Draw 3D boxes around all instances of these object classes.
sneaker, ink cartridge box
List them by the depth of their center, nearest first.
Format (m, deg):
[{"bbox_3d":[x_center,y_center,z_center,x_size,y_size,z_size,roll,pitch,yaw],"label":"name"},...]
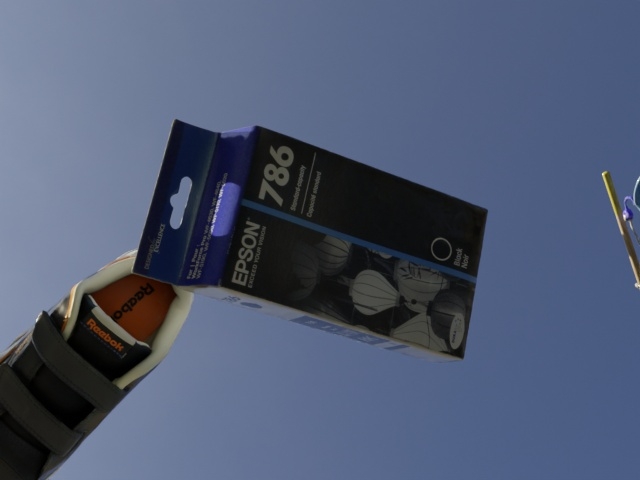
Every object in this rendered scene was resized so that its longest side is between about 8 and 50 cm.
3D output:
[{"bbox_3d":[0.000,0.000,0.920,0.332,0.065,0.165,17,-106,-18],"label":"ink cartridge box"},{"bbox_3d":[-0.249,0.128,0.936,0.126,0.127,0.321,41,-108,-11],"label":"sneaker"}]

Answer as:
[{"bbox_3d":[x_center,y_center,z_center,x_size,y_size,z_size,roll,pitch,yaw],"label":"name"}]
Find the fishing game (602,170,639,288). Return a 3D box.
[{"bbox_3d":[0.325,0.009,0.796,0.041,0.264,0.189,-28,-69,-13],"label":"fishing game"}]
